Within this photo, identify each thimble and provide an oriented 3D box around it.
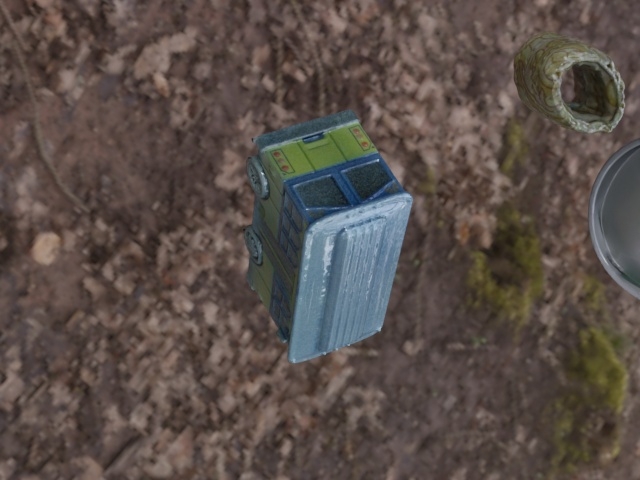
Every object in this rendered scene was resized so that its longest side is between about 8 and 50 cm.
[{"bbox_3d":[0.419,-0.256,1.963,0.137,0.143,0.190,-45,118,-1],"label":"thimble"}]

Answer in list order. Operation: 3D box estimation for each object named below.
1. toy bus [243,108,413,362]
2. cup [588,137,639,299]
[{"bbox_3d":[0.000,0.000,1.550,0.152,0.190,0.312,-19,147,-20],"label":"toy bus"},{"bbox_3d":[0.612,-0.032,1.715,0.274,0.356,0.259,-24,144,-45],"label":"cup"}]
